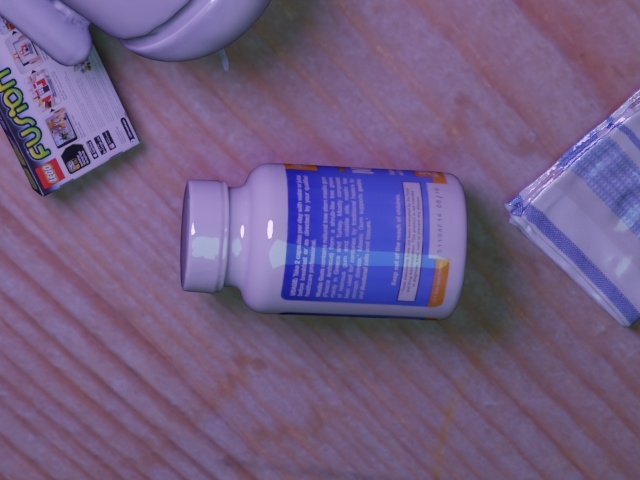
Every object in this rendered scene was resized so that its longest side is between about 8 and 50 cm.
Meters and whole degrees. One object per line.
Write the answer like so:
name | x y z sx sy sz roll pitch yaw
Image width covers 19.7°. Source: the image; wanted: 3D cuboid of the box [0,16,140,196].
box | -0.267 -0.158 1.774 0.114 0.036 0.207 -30 116 -16

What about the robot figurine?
robot figurine | -0.172 -0.291 1.637 0.353 0.200 0.300 34 109 -33

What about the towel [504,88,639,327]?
towel | 0.359 -0.056 1.921 0.285 0.034 0.209 -42 113 12

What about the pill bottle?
pill bottle | 0.000 0.000 1.837 0.272 0.152 0.152 3 114 -8
